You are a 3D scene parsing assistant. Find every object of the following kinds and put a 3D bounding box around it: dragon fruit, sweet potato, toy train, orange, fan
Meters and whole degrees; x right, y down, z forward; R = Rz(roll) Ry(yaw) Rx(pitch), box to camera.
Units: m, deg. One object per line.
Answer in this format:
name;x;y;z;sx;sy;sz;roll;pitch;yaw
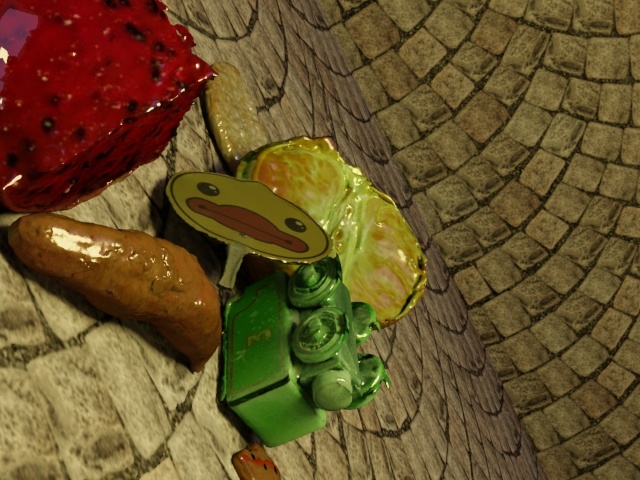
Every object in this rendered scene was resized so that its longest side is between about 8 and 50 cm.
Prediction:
dragon fruit;-0.233;-0.206;0.988;0.302;0.240;0.330;31;43;-87
sweet potato;-0.186;0.041;1.059;0.095;0.106;0.354;36;-6;35
toy train;-0.025;0.135;1.294;0.132;0.188;0.243;55;19;-34
orange;-0.006;0.007;1.510;0.334;0.196;0.262;36;29;-30
fan;-0.093;-0.015;1.264;0.229;0.011;0.335;21;24;-6

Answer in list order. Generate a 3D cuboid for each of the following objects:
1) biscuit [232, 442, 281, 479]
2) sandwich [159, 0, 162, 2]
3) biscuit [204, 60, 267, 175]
biscuit;-0.066;0.309;1.227;0.119;0.019;0.130;43;29;-57
sandwich;-0.282;-0.360;1.377;0.159;0.079;0.235;-83;152;-81
biscuit;-0.139;-0.194;1.677;0.188;0.040;0.265;53;22;-41
